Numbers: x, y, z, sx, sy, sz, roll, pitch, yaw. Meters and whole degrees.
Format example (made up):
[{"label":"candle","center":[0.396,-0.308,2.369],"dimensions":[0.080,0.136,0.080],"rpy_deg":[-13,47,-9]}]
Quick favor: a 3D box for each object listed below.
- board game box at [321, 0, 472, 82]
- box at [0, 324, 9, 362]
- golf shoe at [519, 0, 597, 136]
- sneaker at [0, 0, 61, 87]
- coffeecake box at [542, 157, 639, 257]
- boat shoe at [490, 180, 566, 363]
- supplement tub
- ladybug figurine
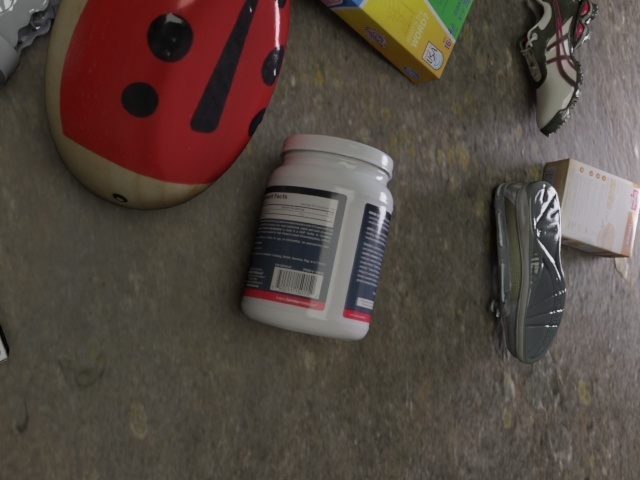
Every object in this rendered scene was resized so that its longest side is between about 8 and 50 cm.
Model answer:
[{"label":"board game box","center":[0.114,-0.442,1.123],"dimensions":[0.316,0.064,0.242],"rpy_deg":[31,77,-33]},{"label":"box","center":[-0.518,0.041,0.864],"dimensions":[0.169,0.087,0.290],"rpy_deg":[-22,97,-22]},{"label":"golf shoe","center":[0.414,-0.322,1.280],"dimensions":[0.120,0.105,0.273],"rpy_deg":[15,77,-6]},{"label":"sneaker","center":[-0.390,-0.274,0.898],"dimensions":[0.210,0.137,0.365],"rpy_deg":[3,84,-20]},{"label":"coffeecake box","center":[0.502,-0.057,1.314],"dimensions":[0.185,0.068,0.142],"rpy_deg":[16,82,-22]},{"label":"boat shoe","center":[0.359,0.056,1.244],"dimensions":[0.118,0.103,0.320],"rpy_deg":[-7,97,-37]},{"label":"supplement tub","center":[0.000,0.000,1.031],"dimensions":[0.191,0.191,0.272],"rpy_deg":[15,83,-22]},{"label":"ladybug figurine","center":[-0.170,-0.224,0.882],"dimensions":[0.305,0.162,0.449],"rpy_deg":[-2,123,-44]}]
